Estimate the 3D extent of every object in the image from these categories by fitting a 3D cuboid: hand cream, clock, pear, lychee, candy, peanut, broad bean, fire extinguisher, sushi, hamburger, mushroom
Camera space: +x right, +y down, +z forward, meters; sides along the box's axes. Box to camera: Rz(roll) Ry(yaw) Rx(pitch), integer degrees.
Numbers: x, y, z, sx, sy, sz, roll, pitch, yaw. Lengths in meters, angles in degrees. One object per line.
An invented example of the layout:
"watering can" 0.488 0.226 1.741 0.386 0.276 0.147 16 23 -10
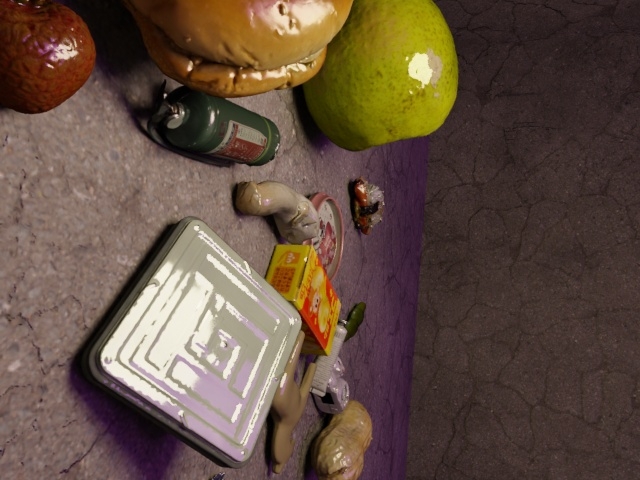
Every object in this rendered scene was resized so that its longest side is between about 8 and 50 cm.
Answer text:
"hand cream" 0.017 0.286 1.194 0.194 0.067 0.042 -66 -171 -3
"clock" -0.001 0.000 1.212 0.244 0.056 0.244 4 90 -68
"pear" 0.132 -0.405 1.113 0.391 0.392 0.390 2 90 -70
"lychee" -0.252 -0.180 0.428 0.140 0.115 0.101 -68 -161 9
"candy" -0.036 0.140 1.082 0.276 0.088 0.146 64 33 -51
"peanut" 0.061 0.537 1.295 0.313 0.149 0.149 -45 133 -64
"broad bean" 0.097 0.269 1.518 0.297 0.043 0.060 -38 117 -63
"clock" 0.032 0.381 1.294 0.117 0.080 0.176 -66 149 -47
"fire extinguisher" -0.161 -0.168 0.714 0.093 0.118 0.294 58 18 10
"sushi" 0.155 -0.115 1.565 0.097 0.103 0.225 -65 157 -45
"hamburger" -0.114 -0.322 0.581 0.314 0.170 0.289 -28 79 -37
"mushroom" -0.076 -0.062 0.965 0.099 0.096 0.278 50 7 24

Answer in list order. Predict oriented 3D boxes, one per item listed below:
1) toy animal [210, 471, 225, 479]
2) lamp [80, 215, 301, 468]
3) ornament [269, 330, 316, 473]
"toy animal" -0.188 0.482 0.754 0.108 0.062 0.220 92 8 -63
"lamp" -0.154 0.138 0.676 0.269 0.047 0.266 47 43 -26
"ornament" -0.073 0.351 1.033 0.230 0.061 0.244 73 31 -46
